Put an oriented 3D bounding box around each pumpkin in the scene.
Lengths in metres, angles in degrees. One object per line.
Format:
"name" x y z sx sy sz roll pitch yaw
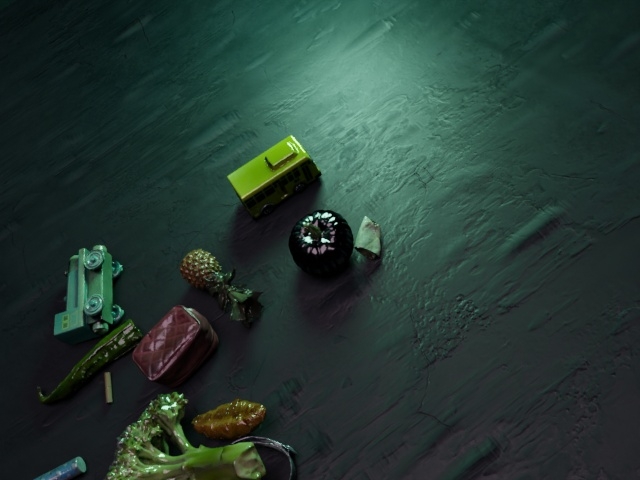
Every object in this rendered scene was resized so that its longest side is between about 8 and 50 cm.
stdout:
"pumpkin" 0.004 0.006 1.864 0.194 0.150 0.194 0 84 -5

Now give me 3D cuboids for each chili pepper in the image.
"chili pepper" -0.682 0.365 1.920 0.359 0.076 0.085 -36 83 -5

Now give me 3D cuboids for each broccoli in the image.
"broccoli" -0.336 0.599 1.568 0.396 0.274 0.353 15 101 24

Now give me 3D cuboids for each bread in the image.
"bread" -0.228 0.470 1.704 0.232 0.076 0.105 -15 29 24

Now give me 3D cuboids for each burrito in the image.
"burrito" 0.141 -0.010 1.877 0.074 0.044 0.118 19 62 -10

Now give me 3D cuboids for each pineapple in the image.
"pineapple" -0.291 0.137 1.897 0.277 0.119 0.130 32 56 27

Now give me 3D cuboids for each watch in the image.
"watch" -0.166 0.582 1.637 0.206 0.068 0.193 21 66 23

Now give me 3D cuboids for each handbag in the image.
"handbag" -0.403 0.299 1.830 0.146 0.135 0.225 37 82 30

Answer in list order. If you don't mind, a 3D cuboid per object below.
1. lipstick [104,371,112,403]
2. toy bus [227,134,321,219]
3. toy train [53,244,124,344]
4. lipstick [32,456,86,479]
"lipstick" -0.612 0.425 1.889 0.018 0.019 0.094 -19 58 6
"toy bus" -0.141 -0.199 2.014 0.262 0.150 0.128 -34 59 -3
"toy train" -0.717 0.162 2.015 0.194 0.120 0.298 -19 58 12
"lipstick" -0.720 0.646 1.783 0.157 0.048 0.048 -27 57 1
